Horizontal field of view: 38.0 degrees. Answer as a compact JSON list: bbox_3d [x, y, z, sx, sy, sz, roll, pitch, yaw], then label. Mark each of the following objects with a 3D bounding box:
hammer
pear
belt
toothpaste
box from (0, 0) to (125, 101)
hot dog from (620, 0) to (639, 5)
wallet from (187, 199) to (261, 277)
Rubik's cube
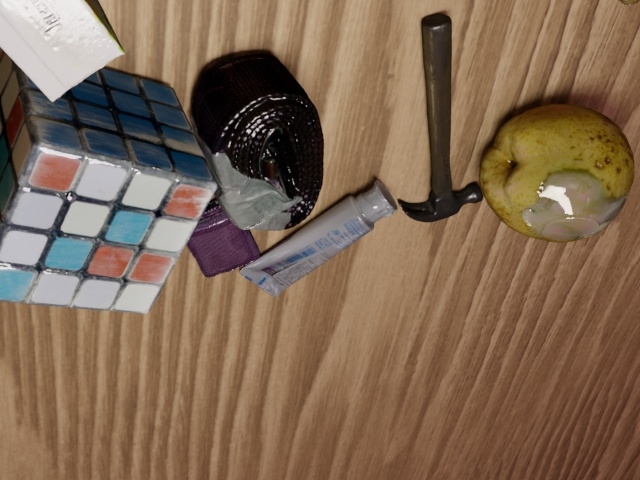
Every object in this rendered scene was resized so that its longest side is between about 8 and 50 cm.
[{"bbox_3d":[0.208,-0.200,1.619,0.168,0.044,0.439,-21,138,-12],"label":"hammer"},{"bbox_3d":[0.423,-0.122,1.687,0.271,0.271,0.271,-16,137,-16],"label":"pear"},{"bbox_3d":[-0.087,-0.132,1.426,0.184,0.164,0.289,-25,141,-14],"label":"belt"},{"bbox_3d":[0.000,0.000,1.686,0.299,0.073,0.114,-34,140,16],"label":"toothpaste"},{"bbox_3d":[-0.340,-0.308,1.035,0.111,0.260,0.194,-32,139,3],"label":"box"},{"bbox_3d":[0.479,-0.453,1.500,0.084,0.073,0.243,-43,137,21],"label":"hot dog"},{"bbox_3d":[-0.173,-0.004,1.603,0.111,0.030,0.165,-27,139,-5],"label":"wallet"},{"bbox_3d":[-0.328,-0.078,1.271,0.259,0.256,0.253,12,124,-37],"label":"Rubik's cube"}]
